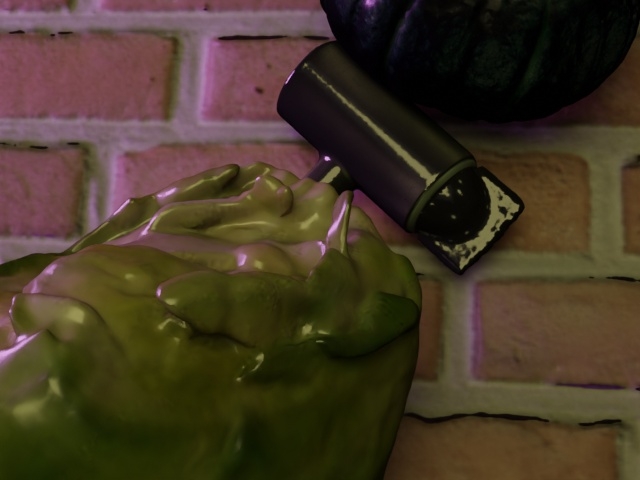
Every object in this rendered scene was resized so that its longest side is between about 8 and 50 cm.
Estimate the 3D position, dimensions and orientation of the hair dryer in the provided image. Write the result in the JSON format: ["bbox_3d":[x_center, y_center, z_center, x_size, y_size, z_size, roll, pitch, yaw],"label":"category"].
[{"bbox_3d":[0.000,0.000,1.179,0.248,0.078,0.195,-46,70,1],"label":"hair dryer"}]

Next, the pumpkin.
[{"bbox_3d":[0.125,-0.219,1.132,0.248,0.248,0.248,-3,69,7],"label":"pumpkin"}]

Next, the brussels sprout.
[{"bbox_3d":[-0.109,0.115,1.028,0.371,0.315,0.276,-33,40,-32],"label":"brussels sprout"}]
